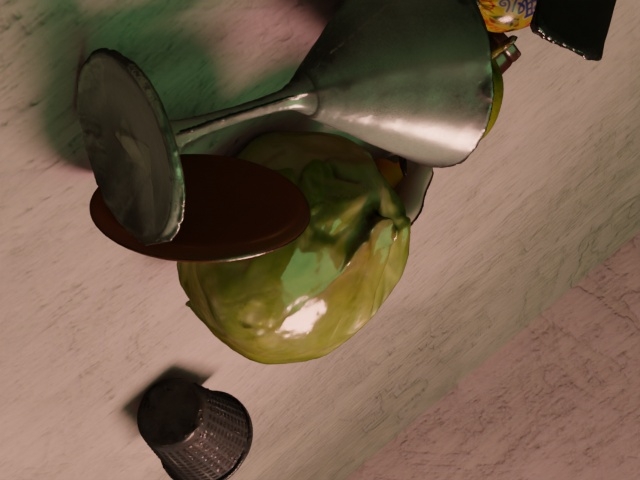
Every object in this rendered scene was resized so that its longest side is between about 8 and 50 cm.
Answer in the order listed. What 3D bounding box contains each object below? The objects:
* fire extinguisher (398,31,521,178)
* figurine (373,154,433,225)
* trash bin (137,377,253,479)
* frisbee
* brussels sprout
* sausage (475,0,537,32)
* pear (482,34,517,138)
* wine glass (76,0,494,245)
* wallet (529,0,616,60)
[{"bbox_3d":[0.190,-0.204,1.712,0.252,0.106,0.075,-45,131,6],"label":"fire extinguisher"},{"bbox_3d":[0.058,-0.095,1.744,0.250,0.166,0.141,-56,130,-38],"label":"figurine"},{"bbox_3d":[-0.223,0.311,1.939,0.175,0.175,0.161,-41,148,-1],"label":"trash bin"},{"bbox_3d":[-0.135,-0.042,1.318,0.250,0.251,0.021,-21,129,-40],"label":"frisbee"},{"bbox_3d":[-0.043,0.018,1.559,0.328,0.247,0.328,-27,135,-31],"label":"brussels sprout"},{"bbox_3d":[0.317,-0.375,1.583,0.347,0.123,0.123,-29,155,-29],"label":"sausage"},{"bbox_3d":[0.182,-0.216,1.590,0.216,0.166,0.180,-36,143,20],"label":"pear"},{"bbox_3d":[-0.042,-0.155,1.271,0.406,0.267,0.267,-20,150,-31],"label":"wine glass"},{"bbox_3d":[0.354,-0.383,1.514,0.146,0.030,0.285,17,88,-38],"label":"wallet"}]
